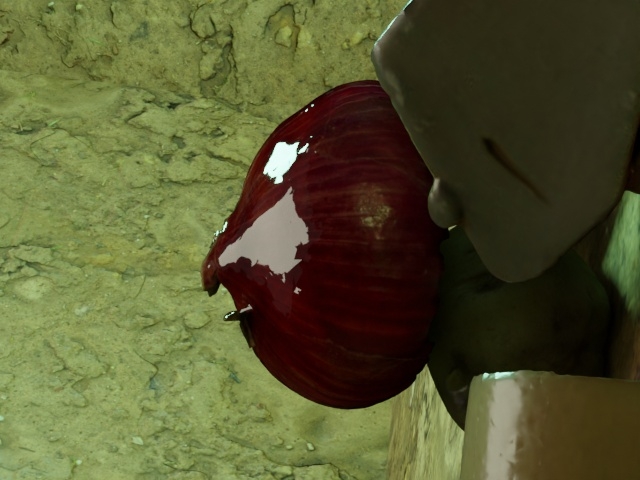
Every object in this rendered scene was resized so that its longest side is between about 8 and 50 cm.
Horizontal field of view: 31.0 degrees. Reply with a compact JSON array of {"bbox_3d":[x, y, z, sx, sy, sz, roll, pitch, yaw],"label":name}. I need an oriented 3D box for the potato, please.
[{"bbox_3d":[0.139,0.064,0.855,0.200,0.137,0.155,-85,1,-61],"label":"potato"}]

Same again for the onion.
[{"bbox_3d":[0.011,-0.002,0.825,0.248,0.161,0.248,-47,30,37],"label":"onion"}]

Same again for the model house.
[{"bbox_3d":[0.160,-0.128,0.730,0.219,0.199,0.229,-33,6,39],"label":"model house"}]

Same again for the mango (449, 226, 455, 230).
[{"bbox_3d":[0.165,-0.051,1.101,0.156,0.114,0.251,65,-155,-43],"label":"mango"}]

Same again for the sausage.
[{"bbox_3d":[0.130,0.200,0.633,0.123,0.123,0.253,93,-177,-82],"label":"sausage"}]
